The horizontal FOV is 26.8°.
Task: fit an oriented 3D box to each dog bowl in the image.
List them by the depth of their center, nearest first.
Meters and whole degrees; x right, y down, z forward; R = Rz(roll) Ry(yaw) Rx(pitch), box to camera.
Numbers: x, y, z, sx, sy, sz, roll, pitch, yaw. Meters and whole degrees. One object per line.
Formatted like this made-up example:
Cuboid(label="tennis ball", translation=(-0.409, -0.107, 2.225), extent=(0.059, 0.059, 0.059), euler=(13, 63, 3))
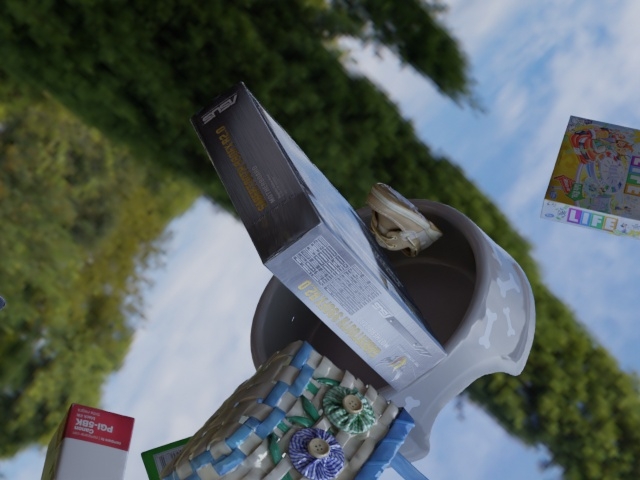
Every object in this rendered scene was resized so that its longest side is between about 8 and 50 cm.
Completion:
Cuboid(label="dog bowl", translation=(0.072, 0.096, 1.584), extent=(0.349, 0.102, 0.348), euler=(-19, -138, 18))

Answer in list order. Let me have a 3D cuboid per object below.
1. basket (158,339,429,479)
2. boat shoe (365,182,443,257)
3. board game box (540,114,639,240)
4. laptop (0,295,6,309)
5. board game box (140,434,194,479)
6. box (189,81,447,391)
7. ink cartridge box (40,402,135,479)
Cuboid(label="basket", translation=(0.002, 0.270, 1.351), extent=(0.201, 0.289, 0.255), euler=(-33, -168, 40))
Cuboid(label="boat shoe", translation=(0.088, -0.015, 1.524), extent=(0.059, 0.063, 0.170), euler=(-48, 152, 6))
Cuboid(label="board game box", translation=(0.293, -0.067, 1.388), extent=(0.154, 0.103, 0.026), euler=(-64, 163, -47))
Cuboid(label="laptop", translation=(-0.695, 0.036, 1.689), extent=(0.408, 0.382, 0.236), euler=(7, -124, 39))
Cuboid(label="board game box", translation=(-0.105, 0.351, 1.862), extent=(0.242, 0.064, 0.316), euler=(-17, 146, -9))
Cuboid(label="box", translation=(0.000, 0.000, 1.107), extent=(0.056, 0.231, 0.183), euler=(-36, -132, 8))
Cuboid(label="ink cartridge box", translation=(-0.198, 0.214, 1.084), extent=(0.099, 0.056, 0.135), euler=(127, -25, -53))
